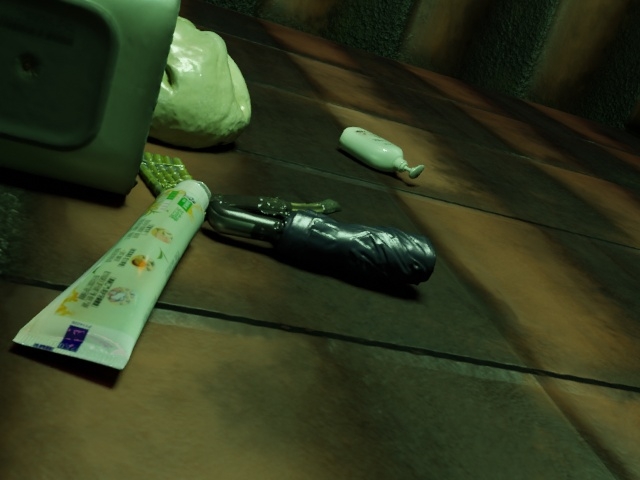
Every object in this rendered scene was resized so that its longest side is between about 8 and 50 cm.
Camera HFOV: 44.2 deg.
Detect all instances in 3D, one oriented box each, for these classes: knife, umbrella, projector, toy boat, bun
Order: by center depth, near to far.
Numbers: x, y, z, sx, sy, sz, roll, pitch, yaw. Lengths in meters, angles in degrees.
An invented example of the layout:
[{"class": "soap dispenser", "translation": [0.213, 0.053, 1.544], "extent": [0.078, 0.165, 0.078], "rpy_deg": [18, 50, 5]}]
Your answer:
[{"class": "projector", "translation": [-0.294, -0.212, 0.831], "extent": [0.249, 0.248, 0.248], "rpy_deg": [13, 22, -18]}, {"class": "umbrella", "translation": [0.000, 0.005, 0.837], "extent": [0.248, 0.071, 0.071], "rpy_deg": [9, 22, -9]}, {"class": "toy boat", "translation": [-0.175, -0.073, 0.918], "extent": [0.063, 0.016, 0.115], "rpy_deg": [6, 24, -33]}, {"class": "knife", "translation": [-0.064, -0.039, 0.922], "extent": [0.222, 0.021, 0.045], "rpy_deg": [-5, 46, -43]}, {"class": "bun", "translation": [-0.220, -0.241, 1.105], "extent": [0.259, 0.160, 0.259], "rpy_deg": [16, 24, -7]}]

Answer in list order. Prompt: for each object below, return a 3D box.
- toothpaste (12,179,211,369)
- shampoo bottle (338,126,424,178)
[{"class": "toothpaste", "translation": [-0.151, 0.015, 0.675], "extent": [0.056, 0.058, 0.314], "rpy_deg": [57, 19, -16]}, {"class": "shampoo bottle", "translation": [0.102, -0.138, 1.292], "extent": [0.077, 0.045, 0.152], "rpy_deg": [-2, 30, -45]}]
